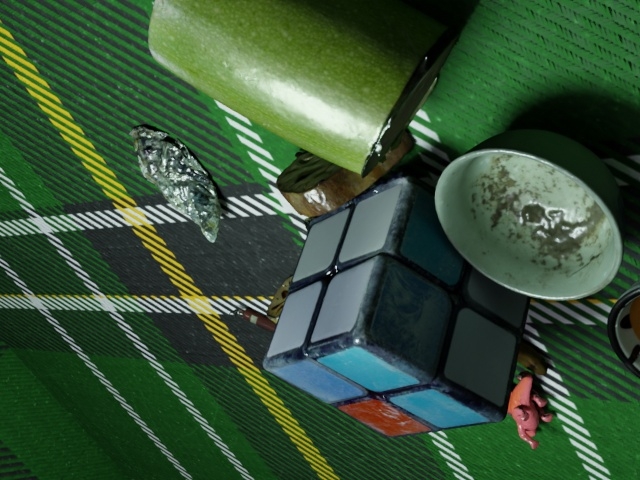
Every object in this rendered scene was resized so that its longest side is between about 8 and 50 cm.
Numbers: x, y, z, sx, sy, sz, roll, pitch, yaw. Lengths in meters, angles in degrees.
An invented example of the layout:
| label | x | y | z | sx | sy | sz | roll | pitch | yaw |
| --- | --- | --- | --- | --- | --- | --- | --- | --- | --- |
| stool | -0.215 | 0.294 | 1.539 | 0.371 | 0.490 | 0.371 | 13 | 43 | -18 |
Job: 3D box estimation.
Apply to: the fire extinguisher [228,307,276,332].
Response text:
| label | x | y | z | sx | sy | sz | roll | pitch | yaw |
| --- | --- | --- | --- | --- | --- | --- | --- | --- | --- |
| fire extinguisher | -0.134 | 0.199 | 2.157 | 0.173 | 0.035 | 0.049 | 23 | -179 | 19 |

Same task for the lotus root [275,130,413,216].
| label | x | y | z | sx | sy | sz | roll | pitch | yaw |
| --- | --- | --- | --- | --- | --- | --- | --- | --- | --- |
| lotus root | 0.022 | -0.112 | 1.548 | 0.260 | 0.170 | 0.074 | -8 | 123 | 51 |

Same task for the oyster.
| label | x | y | z | sx | sy | sz | roll | pitch | yaw |
| --- | --- | --- | --- | --- | --- | --- | --- | --- | --- |
| oyster | -0.307 | -0.128 | 1.897 | 0.199 | 0.087 | 0.252 | 5 | 123 | 37 |

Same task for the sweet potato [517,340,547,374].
| label | x | y | z | sx | sy | sz | roll | pitch | yaw |
| --- | --- | --- | --- | --- | --- | --- | --- | --- | --- |
| sweet potato | 0.366 | 0.199 | 1.703 | 0.182 | 0.054 | 0.053 | 47 | 153 | -18 |

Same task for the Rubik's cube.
| label | x | y | z | sx | sy | sz | roll | pitch | yaw |
| --- | --- | --- | --- | --- | --- | --- | --- | --- | --- |
| Rubik's cube | 0.136 | 0.125 | 1.528 | 0.318 | 0.313 | 0.316 | 31 | 150 | -21 |

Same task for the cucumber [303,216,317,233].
| label | x | y | z | sx | sy | sz | roll | pitch | yaw |
| --- | --- | --- | --- | --- | --- | --- | --- | --- | --- |
| cucumber | -0.001 | 0.001 | 1.804 | 0.033 | 0.034 | 0.135 | 0 | 132 | 34 |

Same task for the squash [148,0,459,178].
| label | x | y | z | sx | sy | sz | roll | pitch | yaw |
| --- | --- | --- | --- | --- | --- | --- | --- | --- | --- |
| squash | -0.026 | -0.279 | 1.299 | 0.384 | 0.263 | 0.263 | 30 | 145 | 7 |

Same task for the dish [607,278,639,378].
| label | x | y | z | sx | sy | sz | roll | pitch | yaw |
| --- | --- | --- | --- | --- | --- | --- | --- | --- | --- |
| dish | 0.593 | 0.130 | 1.364 | 0.303 | 0.120 | 0.303 | 23 | 143 | 18 |

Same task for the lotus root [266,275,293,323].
| label | x | y | z | sx | sy | sz | roll | pitch | yaw |
| --- | --- | --- | --- | --- | --- | --- | --- | --- | --- |
| lotus root | -0.035 | 0.139 | 1.957 | 0.159 | 0.095 | 0.135 | -24 | 128 | 7 |

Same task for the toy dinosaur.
| label | x | y | z | sx | sy | sz | roll | pitch | yaw |
| --- | --- | --- | --- | --- | --- | --- | --- | --- | --- |
| toy dinosaur | 0.387 | 0.312 | 1.816 | 0.139 | 0.070 | 0.286 | 36 | 161 | 43 |

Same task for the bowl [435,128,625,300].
| label | x | y | z | sx | sy | sz | roll | pitch | yaw |
| --- | --- | --- | --- | --- | --- | --- | --- | --- | --- |
| bowl | 0.332 | -0.062 | 1.344 | 0.289 | 0.146 | 0.289 | 25 | 144 | 19 |
